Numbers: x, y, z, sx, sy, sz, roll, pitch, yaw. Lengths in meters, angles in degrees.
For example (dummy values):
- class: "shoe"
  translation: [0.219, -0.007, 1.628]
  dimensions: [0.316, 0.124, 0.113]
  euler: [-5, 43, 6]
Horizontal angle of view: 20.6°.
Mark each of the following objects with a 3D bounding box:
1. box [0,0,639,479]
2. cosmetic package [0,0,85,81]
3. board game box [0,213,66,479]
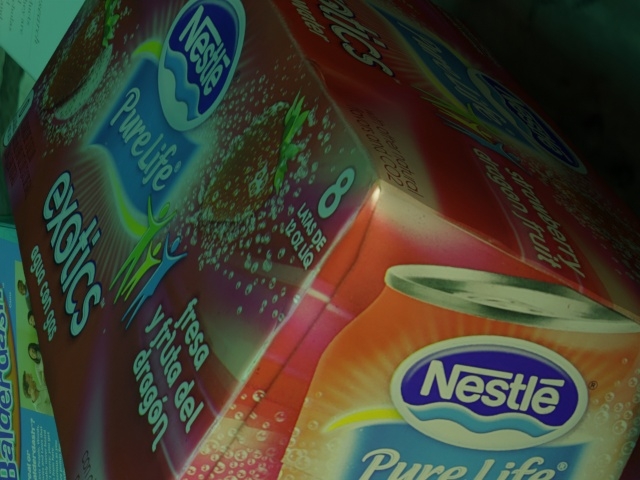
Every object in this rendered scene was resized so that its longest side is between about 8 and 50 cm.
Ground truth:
- class: "box"
  translation: [0.000, 0.000, 0.506]
  dimensions: [0.123, 0.128, 0.257]
  euler: [-55, 27, 16]
- class: "cosmetic package"
  translation: [-0.078, -0.118, 0.717]
  dimensions: [0.231, 0.117, 0.086]
  euler: [39, 127, 49]
- class: "board game box"
  translation: [-0.103, 0.072, 0.844]
  dimensions: [0.210, 0.047, 0.160]
  euler: [9, 101, 56]
